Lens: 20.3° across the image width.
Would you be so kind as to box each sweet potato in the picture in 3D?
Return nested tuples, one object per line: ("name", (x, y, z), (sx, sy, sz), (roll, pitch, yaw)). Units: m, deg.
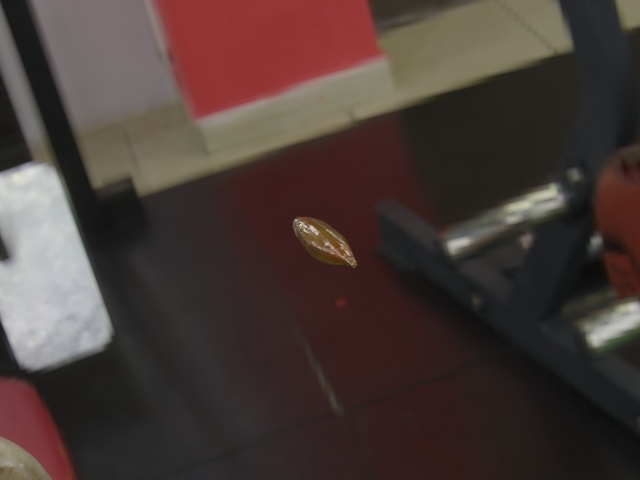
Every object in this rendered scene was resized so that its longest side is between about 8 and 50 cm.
("sweet potato", (0.000, 0.000, 1.651), (0.034, 0.034, 0.095), (-31, 41, -25))

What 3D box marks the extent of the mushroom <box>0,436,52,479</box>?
("mushroom", (-0.288, 0.252, 1.368), (0.206, 0.206, 0.209), (-19, 9, -6))
